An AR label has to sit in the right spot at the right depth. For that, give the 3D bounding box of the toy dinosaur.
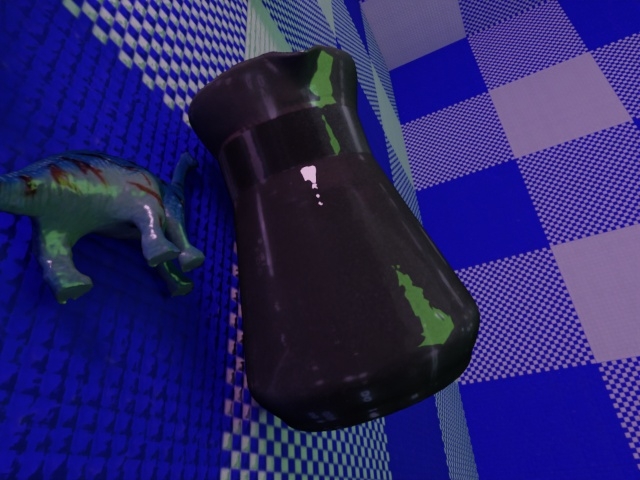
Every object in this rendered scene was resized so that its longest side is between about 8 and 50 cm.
[{"bbox_3d":[-0.150,-0.019,0.338,0.144,0.076,0.329,62,17,1],"label":"toy dinosaur"}]

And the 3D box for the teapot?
[{"bbox_3d":[0.000,0.000,0.498,0.300,0.253,0.343,147,-74,-73],"label":"teapot"}]
